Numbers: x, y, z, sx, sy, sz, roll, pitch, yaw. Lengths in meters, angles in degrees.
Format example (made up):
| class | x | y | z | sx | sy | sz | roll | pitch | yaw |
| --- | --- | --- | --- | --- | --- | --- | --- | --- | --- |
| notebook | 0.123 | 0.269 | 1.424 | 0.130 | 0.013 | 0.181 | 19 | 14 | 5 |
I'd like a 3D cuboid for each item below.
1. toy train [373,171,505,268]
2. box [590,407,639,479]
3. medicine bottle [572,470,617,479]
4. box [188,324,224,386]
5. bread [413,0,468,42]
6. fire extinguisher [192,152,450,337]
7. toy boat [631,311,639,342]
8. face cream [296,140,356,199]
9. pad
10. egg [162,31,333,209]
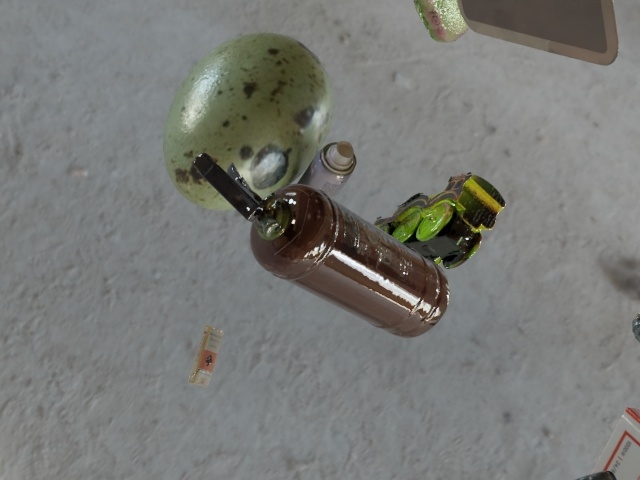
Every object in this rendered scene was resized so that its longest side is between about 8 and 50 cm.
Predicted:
| class | x | y | z | sx | sy | sz | roll | pitch | yaw |
| --- | --- | --- | --- | --- | --- | --- | --- | --- | --- |
| toy train | 0.194 | -0.024 | 1.788 | 0.100 | 0.296 | 0.160 | 41 | 67 | -18 |
| box | 0.475 | 0.376 | 1.539 | 0.050 | 0.229 | 0.123 | -7 | 37 | -38 |
| medicine bottle | 0.406 | 0.427 | 1.392 | 0.083 | 0.083 | 0.203 | -2 | 61 | -34 |
| box | -0.162 | 0.165 | 1.430 | 0.012 | 0.046 | 0.083 | 11 | 79 | 23 |
| bread | 0.188 | -0.381 | 1.367 | 0.034 | 0.228 | 0.228 | 14 | 37 | 27 |
| fire extinguisher | 0.000 | 0.000 | 1.098 | 0.344 | 0.102 | 0.138 | 30 | 19 | -43 |
| toy boat | 0.484 | 0.108 | 1.036 | 0.089 | 0.321 | 0.121 | 47 | 58 | -40 |
| face cream | 0.003 | -0.106 | 1.822 | 0.075 | 0.229 | 0.075 | 11 | 59 | -19 |
| pad | 0.203 | -0.277 | 1.024 | 0.002 | 0.176 | 0.266 | -27 | 29 | -17 |
| egg | -0.135 | -0.222 | 1.887 | 0.288 | 0.287 | 0.379 | 32 | 61 | -7 |
